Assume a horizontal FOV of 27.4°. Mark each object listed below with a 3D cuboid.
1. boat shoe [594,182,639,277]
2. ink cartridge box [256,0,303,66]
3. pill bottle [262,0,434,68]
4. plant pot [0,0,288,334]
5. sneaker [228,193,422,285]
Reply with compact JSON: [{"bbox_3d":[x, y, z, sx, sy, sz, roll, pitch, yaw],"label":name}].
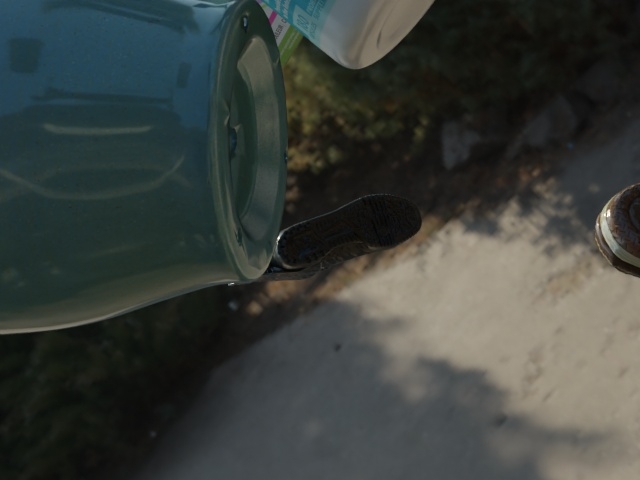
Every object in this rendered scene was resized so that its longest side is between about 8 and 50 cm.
[{"bbox_3d":[0.309,0.017,0.999,0.095,0.258,0.095,123,143,-47],"label":"boat shoe"},{"bbox_3d":[-0.103,-0.297,1.233,0.097,0.255,0.189,-63,6,-21],"label":"ink cartridge box"},{"bbox_3d":[-0.028,-0.265,1.022,0.146,0.264,0.146,-48,-10,-11],"label":"pill bottle"},{"bbox_3d":[-0.161,-0.062,0.852,0.255,0.271,0.271,1,39,12],"label":"plant pot"},{"bbox_3d":[0.001,0.002,1.187,0.170,0.051,0.089,-15,-7,-20],"label":"sneaker"}]
